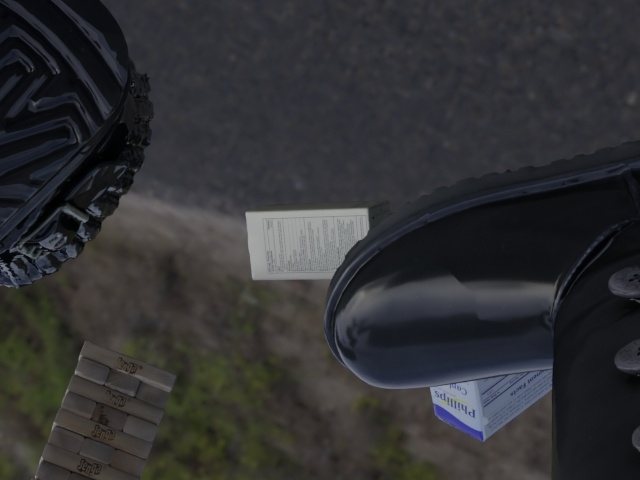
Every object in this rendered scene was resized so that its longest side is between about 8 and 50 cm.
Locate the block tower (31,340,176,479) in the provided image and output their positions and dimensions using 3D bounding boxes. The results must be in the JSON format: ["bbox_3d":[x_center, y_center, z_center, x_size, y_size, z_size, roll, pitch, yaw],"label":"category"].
[{"bbox_3d":[-0.223,0.262,1.578,0.091,0.335,0.097,21,155,-5],"label":"block tower"}]

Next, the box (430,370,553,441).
[{"bbox_3d":[0.166,0.100,1.769,0.072,0.126,0.137,22,134,44],"label":"box"}]

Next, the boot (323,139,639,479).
[{"bbox_3d":[0.166,0.112,1.201,0.367,0.445,0.146,-24,120,16],"label":"boot"}]

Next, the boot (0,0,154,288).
[{"bbox_3d":[-0.240,-0.008,1.074,0.131,0.348,0.260,54,173,0],"label":"boot"}]

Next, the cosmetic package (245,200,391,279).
[{"bbox_3d":[0.000,0.000,1.477,0.115,0.060,0.041,0,-170,29],"label":"cosmetic package"}]
